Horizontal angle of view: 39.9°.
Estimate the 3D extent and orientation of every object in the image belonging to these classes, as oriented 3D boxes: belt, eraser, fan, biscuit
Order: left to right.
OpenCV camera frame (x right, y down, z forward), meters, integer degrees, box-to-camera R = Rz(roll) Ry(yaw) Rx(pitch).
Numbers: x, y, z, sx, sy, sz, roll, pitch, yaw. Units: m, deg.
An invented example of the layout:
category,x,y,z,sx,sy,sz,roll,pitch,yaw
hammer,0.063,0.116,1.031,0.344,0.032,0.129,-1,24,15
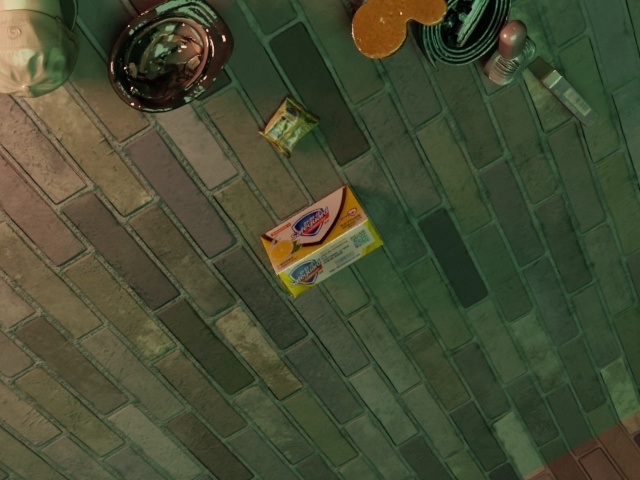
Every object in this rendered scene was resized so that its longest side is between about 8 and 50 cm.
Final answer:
category,x,y,z,sx,sy,sz,roll,pitch,yaw
biscuit,0.179,-0.541,1.857,0.216,0.047,0.340,27,101,4
belt,0.308,-0.502,1.959,0.206,0.116,0.267,8,117,-21
fan,0.435,-0.436,2.009,0.130,0.074,0.244,-44,166,0
eraser,0.605,-0.366,2.183,0.212,0.092,0.046,33,109,-35

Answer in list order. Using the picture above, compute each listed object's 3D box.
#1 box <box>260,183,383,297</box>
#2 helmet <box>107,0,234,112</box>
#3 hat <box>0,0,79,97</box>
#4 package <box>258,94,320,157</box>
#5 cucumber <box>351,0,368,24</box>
category,x,y,z,sx,sy,sz,roll,pitch,yaw
box,0.000,0.000,2.176,0.265,0.168,0.097,-30,131,4
helmet,-0.315,-0.374,1.802,0.253,0.154,0.198,-44,109,-10
hat,-0.571,-0.404,1.682,0.232,0.161,0.275,-10,123,-19
package,-0.073,-0.264,2.044,0.108,0.031,0.121,34,102,-36
cucumber,0.160,-0.555,1.907,0.250,0.056,0.056,-40,128,7
